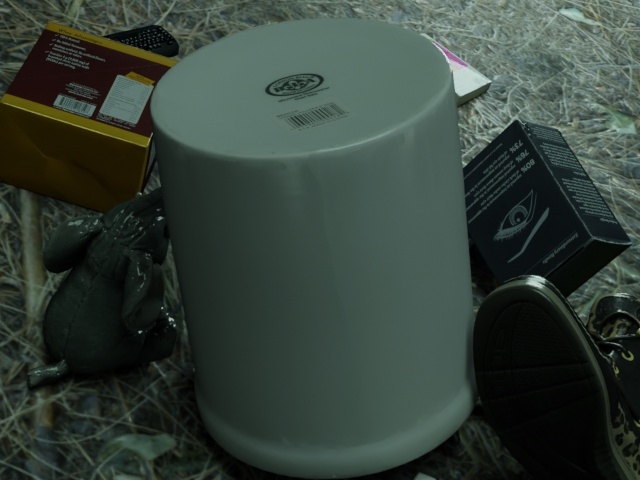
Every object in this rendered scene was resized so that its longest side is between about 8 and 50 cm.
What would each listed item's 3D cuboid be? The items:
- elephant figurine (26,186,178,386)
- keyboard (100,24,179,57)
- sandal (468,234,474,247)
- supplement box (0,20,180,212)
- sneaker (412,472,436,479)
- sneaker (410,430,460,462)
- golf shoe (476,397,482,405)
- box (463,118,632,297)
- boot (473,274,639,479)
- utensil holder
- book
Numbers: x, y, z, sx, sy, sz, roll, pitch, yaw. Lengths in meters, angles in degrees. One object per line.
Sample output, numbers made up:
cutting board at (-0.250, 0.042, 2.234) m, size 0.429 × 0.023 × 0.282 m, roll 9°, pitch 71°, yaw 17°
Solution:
elephant figurine at (-0.227, 0.025, 1.433) m, size 0.169 × 0.239 × 0.186 m, roll 5°, pitch 44°, yaw -16°
keyboard at (-0.288, -0.281, 1.889) m, size 0.192 × 0.038 × 0.100 m, roll -23°, pitch 57°, yaw -36°
sandal at (0.052, -0.041, 1.713) m, size 0.416 × 0.102 × 0.169 m, roll -5°, pitch 49°, yaw -27°
supplement box at (-0.302, -0.158, 1.683) m, size 0.191 × 0.129 × 0.194 m, roll 17°, pitch 42°, yaw -3°
sneaker at (0.110, 0.359, 1.308) m, size 0.123 × 0.106 × 0.290 m, roll 23°, pitch 40°, yaw 8°
sneaker at (0.095, 0.224, 1.484) m, size 0.158 × 0.061 × 0.065 m, roll -9°, pitch 60°, yaw -23°
golf shoe at (0.187, 0.174, 1.575) m, size 0.176 × 0.086 × 0.069 m, roll 18°, pitch 86°, yaw 3°
box at (0.286, -0.033, 1.719) m, size 0.108 × 0.153 × 0.207 m, roll 5°, pitch 50°, yaw -48°
boot at (0.310, 0.151, 1.477) m, size 0.377 × 0.138 × 0.284 m, roll 59°, pitch 34°, yaw -18°
utensil holder at (0.000, 0.000, 1.370) m, size 0.327 × 0.385 × 0.327 m, roll -6°, pitch 32°, yaw 4°
book at (0.193, -0.276, 2.072) m, size 0.144 × 0.035 × 0.096 m, roll 40°, pitch 42°, yaw 21°
